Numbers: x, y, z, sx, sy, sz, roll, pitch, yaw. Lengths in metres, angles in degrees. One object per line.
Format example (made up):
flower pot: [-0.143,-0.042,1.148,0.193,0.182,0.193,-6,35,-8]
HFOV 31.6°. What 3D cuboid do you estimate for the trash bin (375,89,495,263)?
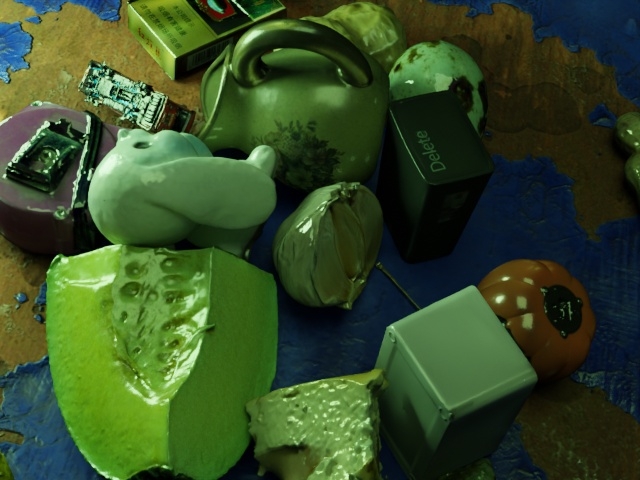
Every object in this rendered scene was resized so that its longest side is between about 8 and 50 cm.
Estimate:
trash bin: [0.163,-0.090,1.742,0.115,0.225,0.165,-13,59,-18]

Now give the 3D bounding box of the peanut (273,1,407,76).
peanut: [0.039,-0.336,1.962,0.233,0.110,0.197,-23,50,-24]

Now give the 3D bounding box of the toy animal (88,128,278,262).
toy animal: [-0.204,-0.049,1.633,0.289,0.249,0.174,0,63,-30]

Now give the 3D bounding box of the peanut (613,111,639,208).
peanut: [0.564,-0.131,1.921,0.104,0.086,0.228,-5,54,0]

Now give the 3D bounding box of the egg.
egg: [0.196,-0.223,1.877,0.169,0.169,0.231,-4,67,-12]

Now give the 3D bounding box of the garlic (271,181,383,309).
garlic: [0.000,0.000,1.700,0.142,0.178,0.229,7,26,34]

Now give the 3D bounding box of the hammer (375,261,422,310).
hammer: [0.127,0.077,1.751,0.029,0.014,0.123,-25,61,-33]

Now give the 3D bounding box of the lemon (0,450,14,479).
lemon: [-0.496,0.341,1.325,0.258,0.258,0.310,23,54,7]

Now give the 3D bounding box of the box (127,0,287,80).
box: [-0.200,-0.393,1.990,0.240,0.071,0.159,-30,63,-26]

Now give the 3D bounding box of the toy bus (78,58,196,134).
toy bus: [-0.295,-0.224,1.795,0.235,0.073,0.096,30,10,40]

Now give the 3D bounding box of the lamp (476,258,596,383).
lamp: [0.303,0.122,1.660,0.187,0.164,0.188,13,64,-27]

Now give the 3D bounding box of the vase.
vase: [-0.045,-0.225,1.739,0.302,0.329,0.241,11,58,-2]

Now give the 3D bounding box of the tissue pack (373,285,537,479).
tissue pack: [0.166,0.204,1.529,0.136,0.246,0.159,-22,62,-20]

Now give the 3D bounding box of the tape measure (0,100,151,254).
tape measure: [-0.393,-0.103,1.709,0.231,0.149,0.245,20,55,3]

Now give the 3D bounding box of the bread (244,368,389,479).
bread: [0.050,0.281,1.467,0.211,0.224,0.184,25,50,-38]

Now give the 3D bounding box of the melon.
melon: [-0.216,0.170,1.519,0.331,0.226,0.344,10,66,-14]

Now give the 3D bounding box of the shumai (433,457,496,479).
shumai: [0.196,0.384,1.482,0.184,0.184,0.142,-37,92,-28]
